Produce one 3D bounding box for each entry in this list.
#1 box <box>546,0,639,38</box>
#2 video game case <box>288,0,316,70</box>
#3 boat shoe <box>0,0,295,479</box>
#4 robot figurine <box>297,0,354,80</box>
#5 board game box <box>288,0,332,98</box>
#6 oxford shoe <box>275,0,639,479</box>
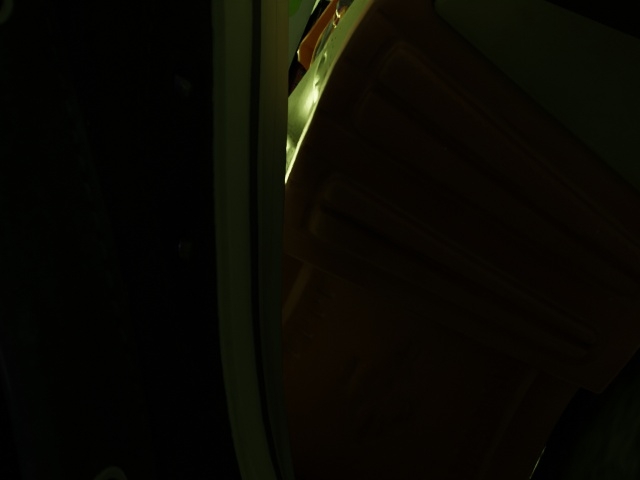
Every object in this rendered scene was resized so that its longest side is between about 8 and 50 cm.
[{"bbox_3d":[0.056,-0.206,0.452,0.076,0.242,0.307,122,167,-57],"label":"box"},{"bbox_3d":[-0.076,-0.099,1.416,0.269,0.061,0.244,127,165,-66],"label":"video game case"},{"bbox_3d":[-0.091,0.081,0.440,0.187,0.156,0.500,-10,82,44],"label":"boat shoe"},{"bbox_3d":[0.000,0.000,0.884,0.211,0.085,0.291,-84,17,-61],"label":"robot figurine"},{"bbox_3d":[-0.021,-0.083,1.407,0.141,0.048,0.170,134,156,-69],"label":"board game box"},{"bbox_3d":[0.007,0.046,0.588,0.397,0.140,0.146,-53,10,30],"label":"oxford shoe"}]
